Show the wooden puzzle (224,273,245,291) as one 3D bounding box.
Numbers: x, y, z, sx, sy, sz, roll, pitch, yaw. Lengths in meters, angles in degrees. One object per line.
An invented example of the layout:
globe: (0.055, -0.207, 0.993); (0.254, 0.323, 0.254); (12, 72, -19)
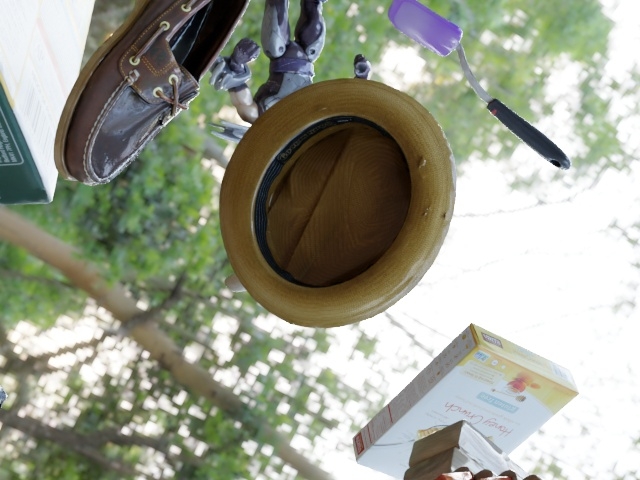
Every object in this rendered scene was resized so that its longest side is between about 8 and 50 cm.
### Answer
wooden puzzle: (0.000, 0.000, 1.531); (0.221, 0.044, 0.239); (-28, 174, 6)

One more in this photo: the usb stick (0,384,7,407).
usb stick: (-0.411, 0.087, 1.124); (0.077, 0.278, 0.045); (-48, -164, 21)

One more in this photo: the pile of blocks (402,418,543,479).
pile of blocks: (0.101, 0.177, 0.599); (0.149, 0.113, 0.362); (-53, -161, -13)

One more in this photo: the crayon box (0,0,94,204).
crayon box: (-0.277, -0.217, 1.127); (0.203, 0.083, 0.322); (80, 10, -50)

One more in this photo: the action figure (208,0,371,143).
action figure: (-0.030, -0.201, 1.314); (0.099, 0.185, 0.284); (-7, -100, 54)

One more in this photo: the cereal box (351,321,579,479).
cereal box: (0.177, 0.219, 1.569); (0.240, 0.173, 0.047); (-49, -148, 28)

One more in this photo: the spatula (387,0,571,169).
spatula: (0.197, -0.190, 1.546); (0.030, 0.296, 0.084); (-43, 177, -20)

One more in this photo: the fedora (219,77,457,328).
fedora: (0.018, -0.026, 0.970); (0.194, 0.194, 0.079); (-60, 161, 2)

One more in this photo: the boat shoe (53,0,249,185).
boat shoe: (-0.122, -0.127, 0.937); (0.207, 0.073, 0.073); (-64, 156, -19)
